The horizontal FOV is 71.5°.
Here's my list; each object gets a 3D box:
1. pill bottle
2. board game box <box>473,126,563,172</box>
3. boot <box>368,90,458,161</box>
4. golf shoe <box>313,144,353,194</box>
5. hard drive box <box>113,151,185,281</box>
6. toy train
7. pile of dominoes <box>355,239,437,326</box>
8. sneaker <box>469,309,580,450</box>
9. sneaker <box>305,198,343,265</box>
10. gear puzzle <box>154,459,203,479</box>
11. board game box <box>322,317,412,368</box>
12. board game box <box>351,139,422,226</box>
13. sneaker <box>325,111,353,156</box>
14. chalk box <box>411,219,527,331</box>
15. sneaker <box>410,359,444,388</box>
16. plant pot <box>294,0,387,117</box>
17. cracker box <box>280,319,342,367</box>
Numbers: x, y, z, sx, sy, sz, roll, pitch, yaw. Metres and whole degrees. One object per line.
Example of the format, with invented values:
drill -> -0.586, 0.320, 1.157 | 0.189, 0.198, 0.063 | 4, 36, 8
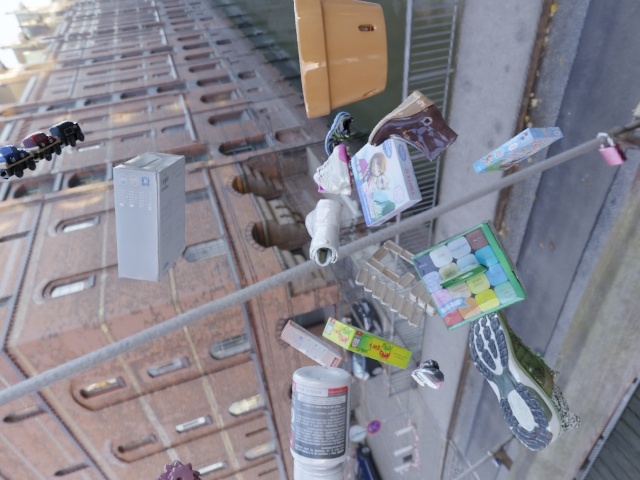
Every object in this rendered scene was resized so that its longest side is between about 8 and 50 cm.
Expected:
pill bottle -> -0.001, 0.499, 1.198 | 0.161, 0.161, 0.284 | 176, 96, -76
board game box -> 0.604, -0.277, 1.368 | 0.211, 0.160, 0.039 | -38, 67, 55
boot -> 0.297, -0.336, 1.456 | 0.248, 0.090, 0.207 | -40, 84, 32
golf shoe -> 0.044, -0.229, 1.525 | 0.306, 0.140, 0.116 | 79, -174, -73
hard drive box -> -0.358, -0.057, 0.953 | 0.181, 0.089, 0.233 | -89, 5, -70
toy train -> -0.356, -0.120, 0.566 | 0.158, 0.027, 0.036 | -77, -20, -58
pile of dominoes -> 0.233, 0.125, 1.275 | 0.251, 0.196, 0.040 | 35, 150, 30
sneaker -> 0.549, 0.348, 1.209 | 0.158, 0.181, 0.411 | 118, 148, -44
sneaker -> 0.000, 0.000, 1.362 | 0.292, 0.107, 0.169 | 109, 169, -74
gear puzzle -> -0.175, 0.529, 0.782 | 0.044, 0.338, 0.175 | -62, -12, 19
board game box -> 0.103, 0.224, 0.963 | 0.092, 0.181, 0.043 | 14, 80, 56
board game box -> 0.254, -0.255, 1.808 | 0.318, 0.065, 0.319 | -35, 65, 60
sneaker -> 0.077, -0.423, 1.790 | 0.078, 0.067, 0.188 | 27, 99, 29
chalk box -> 0.329, 0.073, 0.982 | 0.179, 0.180, 0.289 | 64, -157, 6
sneaker -> 0.333, 0.395, 1.355 | 0.072, 0.077, 0.178 | 46, 164, 2
plant pot -> 0.051, -0.461, 1.099 | 0.291, 0.203, 0.292 | -5, -90, -89
cracker box -> -0.037, 0.393, 1.674 | 0.232, 0.067, 0.156 | 32, 174, 0
